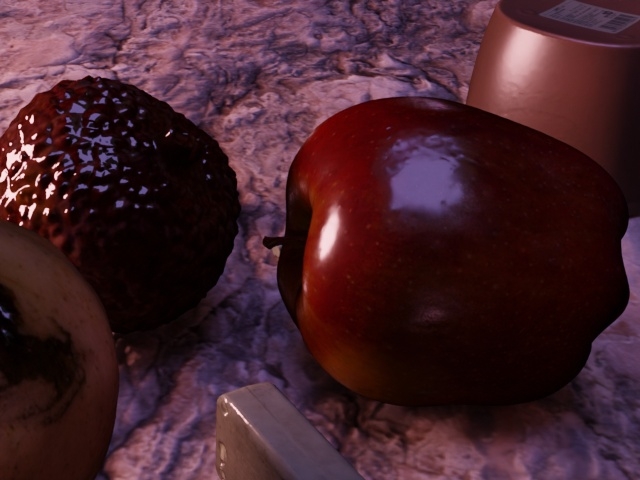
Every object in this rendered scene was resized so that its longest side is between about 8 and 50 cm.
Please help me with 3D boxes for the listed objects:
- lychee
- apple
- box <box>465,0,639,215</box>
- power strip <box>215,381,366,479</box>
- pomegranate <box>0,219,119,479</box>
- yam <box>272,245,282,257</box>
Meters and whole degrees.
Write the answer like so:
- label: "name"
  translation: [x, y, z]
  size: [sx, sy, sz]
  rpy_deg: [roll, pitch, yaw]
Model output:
- label: "lychee"
  translation: [-0.204, -0.029, 1.222]
  size: [0.261, 0.260, 0.260]
  rpy_deg: [2, 28, -1]
- label: "apple"
  translation: [0.108, 0.012, 1.146]
  size: [0.317, 0.288, 0.288]
  rpy_deg: [10, 28, -7]
- label: "box"
  translation: [0.332, -0.185, 1.589]
  size: [0.301, 0.216, 0.301]
  rpy_deg: [3, 30, -2]
- label: "power strip"
  translation: [0.005, 0.214, 0.941]
  size: [0.053, 0.093, 0.288]
  rpy_deg: [-11, 31, -29]
- label: "pomegranate"
  translation: [-0.288, 0.125, 0.873]
  size: [0.322, 0.322, 0.322]
  rpy_deg: [2, 28, -1]
- label: "yam"
  translation: [0.000, 0.000, 1.416]
  size: [0.116, 0.021, 0.021]
  rpy_deg: [-13, 32, -27]
